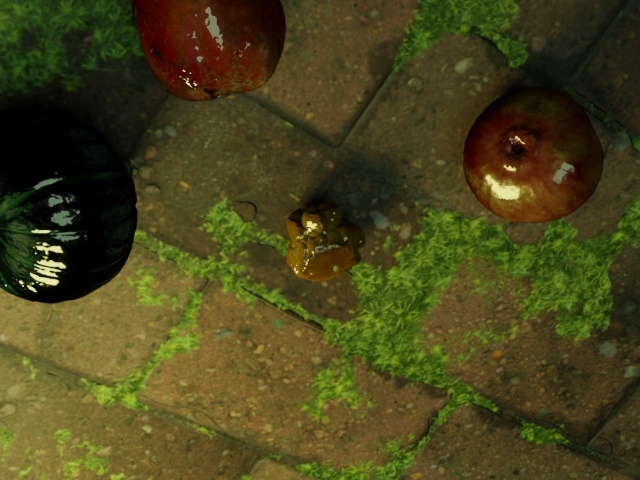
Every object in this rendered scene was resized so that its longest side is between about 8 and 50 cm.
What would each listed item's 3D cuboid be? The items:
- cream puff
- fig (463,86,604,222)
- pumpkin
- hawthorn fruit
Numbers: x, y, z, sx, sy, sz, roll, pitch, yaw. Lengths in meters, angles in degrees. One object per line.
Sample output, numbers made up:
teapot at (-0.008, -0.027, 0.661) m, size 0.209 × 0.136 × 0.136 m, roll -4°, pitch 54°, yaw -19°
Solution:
cream puff at (0.000, 0.000, 1.315) m, size 0.116 × 0.094 × 0.122 m, roll -35°, pitch 143°, yaw 9°
fig at (0.305, -0.118, 1.289) m, size 0.205 × 0.205 × 0.205 m, roll -6°, pitch 118°, yaw -12°
pumpkin at (-0.317, -0.053, 1.139) m, size 0.248 × 0.248 × 0.248 m, roll -6°, pitch 118°, yaw -12°
hawthorn fruit at (-0.131, -0.284, 1.086) m, size 0.181 × 0.181 × 0.235 m, roll -6°, pitch 113°, yaw -12°
